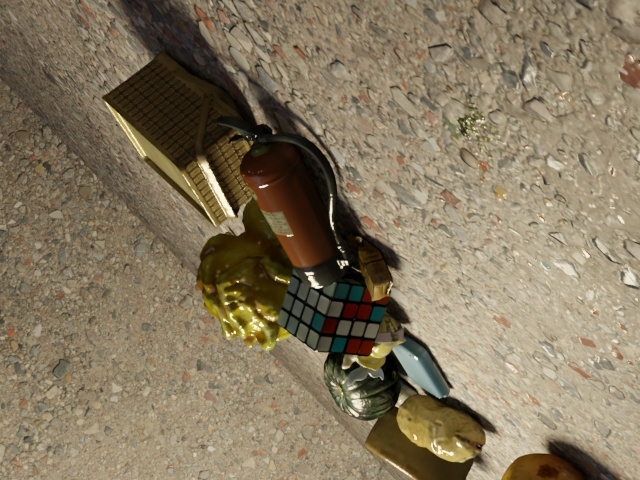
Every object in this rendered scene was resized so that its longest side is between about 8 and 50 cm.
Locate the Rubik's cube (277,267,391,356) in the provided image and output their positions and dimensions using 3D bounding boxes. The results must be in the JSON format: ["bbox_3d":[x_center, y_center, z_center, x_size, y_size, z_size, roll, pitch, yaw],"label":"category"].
[{"bbox_3d":[0.026,0.139,1.729,0.151,0.155,0.154,9,-169,-37],"label":"Rubik's cube"}]

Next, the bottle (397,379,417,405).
[{"bbox_3d":[0.165,0.370,2.248,0.217,0.060,0.060,36,162,29],"label":"bottle"}]

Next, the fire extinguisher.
[{"bbox_3d":[-0.032,-0.085,1.536,0.200,0.113,0.376,-13,126,25],"label":"fire extinguisher"}]

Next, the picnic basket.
[{"bbox_3d":[-0.256,-0.205,1.678,0.313,0.175,0.228,41,165,33],"label":"picnic basket"}]

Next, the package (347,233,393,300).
[{"bbox_3d":[0.097,0.047,1.605,0.071,0.047,0.131,81,168,-60],"label":"package"}]

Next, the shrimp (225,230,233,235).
[{"bbox_3d":[-0.239,0.012,2.483,0.083,0.023,0.114,24,160,47],"label":"shrimp"}]

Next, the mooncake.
[{"bbox_3d":[0.268,0.564,2.236,0.284,0.155,0.284,31,172,5],"label":"mooncake"}]

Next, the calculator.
[{"bbox_3d":[0.225,0.285,1.903,0.121,0.039,0.210,25,154,51],"label":"calculator"}]

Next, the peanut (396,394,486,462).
[{"bbox_3d":[0.289,0.455,2.011,0.130,0.130,0.290,51,165,-18],"label":"peanut"}]

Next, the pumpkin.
[{"bbox_3d":[0.106,0.354,2.139,0.220,0.162,0.220,36,138,41],"label":"pumpkin"}]

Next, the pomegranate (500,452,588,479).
[{"bbox_3d":[0.452,0.527,1.645,0.215,0.215,0.215,42,165,14],"label":"pomegranate"}]

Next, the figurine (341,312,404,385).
[{"bbox_3d":[0.109,0.221,1.845,0.184,0.128,0.208,17,111,61],"label":"figurine"}]

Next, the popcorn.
[{"bbox_3d":[-0.118,0.086,1.874,0.326,0.290,0.321,6,143,22],"label":"popcorn"}]
